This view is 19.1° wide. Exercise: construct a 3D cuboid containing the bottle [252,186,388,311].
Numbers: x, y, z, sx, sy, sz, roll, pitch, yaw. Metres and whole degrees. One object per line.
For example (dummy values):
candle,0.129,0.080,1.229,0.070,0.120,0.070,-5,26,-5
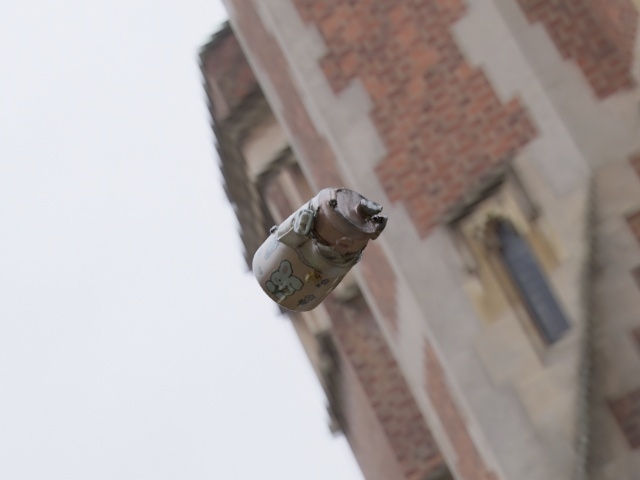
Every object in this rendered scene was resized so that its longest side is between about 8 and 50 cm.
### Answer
bottle,0.000,-0.001,2.004,0.099,0.099,0.152,-1,-33,-40
